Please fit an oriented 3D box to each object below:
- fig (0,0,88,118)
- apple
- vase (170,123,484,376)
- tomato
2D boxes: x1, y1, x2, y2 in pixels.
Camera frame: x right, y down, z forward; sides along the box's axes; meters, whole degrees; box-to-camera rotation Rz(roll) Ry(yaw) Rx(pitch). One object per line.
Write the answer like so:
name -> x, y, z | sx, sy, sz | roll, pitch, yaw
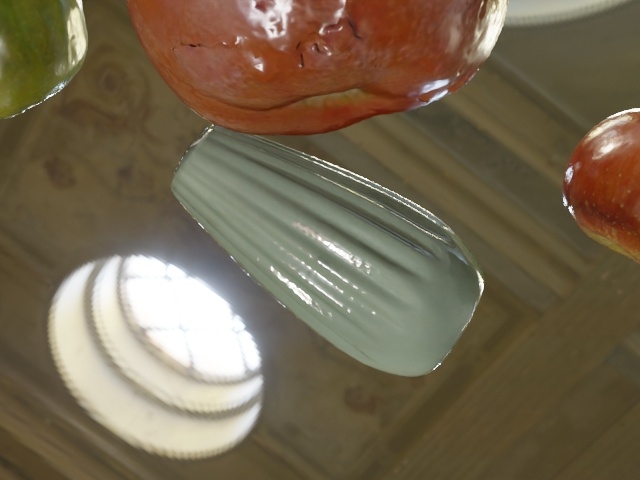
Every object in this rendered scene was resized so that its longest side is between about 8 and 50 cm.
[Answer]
fig -> -0.304, -0.230, 1.291 | 0.167, 0.233, 0.167 | 13, -164, -4
apple -> 0.455, -0.068, 1.754 | 0.252, 0.206, 0.272 | 28, -176, -2
vase -> 0.000, 0.000, 1.008 | 0.248, 0.128, 0.128 | 33, -144, -5
tomato -> -0.002, -0.157, 0.693 | 0.208, 0.208, 0.184 | 2, -103, -38
